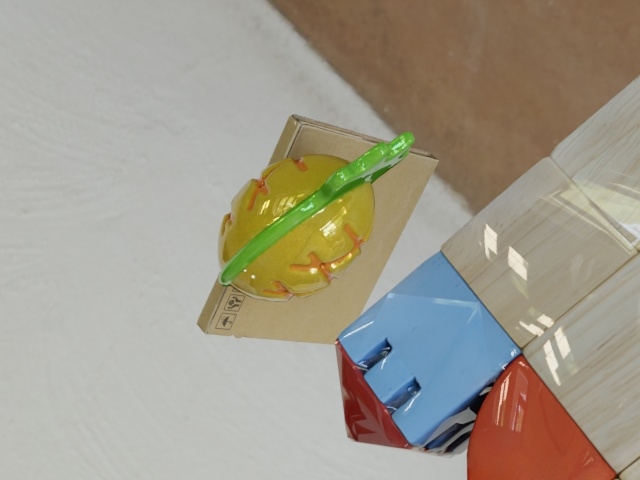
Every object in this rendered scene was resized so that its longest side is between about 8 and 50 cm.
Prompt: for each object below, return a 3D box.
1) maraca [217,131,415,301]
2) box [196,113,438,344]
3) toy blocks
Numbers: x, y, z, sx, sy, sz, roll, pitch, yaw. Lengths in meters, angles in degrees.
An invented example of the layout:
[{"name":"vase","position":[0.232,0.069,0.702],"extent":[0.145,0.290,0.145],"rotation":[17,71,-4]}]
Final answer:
[{"name":"maraca","position":[-0.005,-0.020,0.782],"extent":[0.185,0.127,0.099],"rotation":[-39,87,33]},{"name":"box","position":[0.000,0.000,0.915],"extent":[0.021,0.164,0.201],"rotation":[43,114,44]},{"name":"toy blocks","position":[0.143,0.107,0.327],"extent":[0.381,0.261,0.191],"rotation":[55,-169,29]}]
